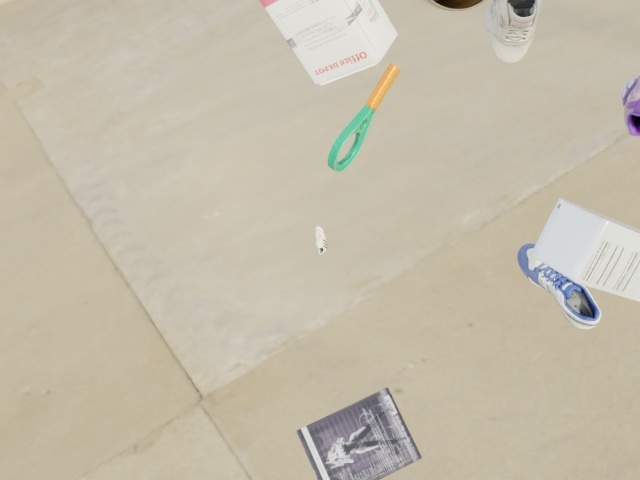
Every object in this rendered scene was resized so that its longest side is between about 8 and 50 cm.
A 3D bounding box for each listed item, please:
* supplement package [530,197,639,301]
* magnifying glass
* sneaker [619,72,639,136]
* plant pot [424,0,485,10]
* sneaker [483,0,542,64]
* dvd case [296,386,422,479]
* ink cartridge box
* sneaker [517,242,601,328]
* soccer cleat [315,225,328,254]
[{"bbox_3d":[0.579,0.024,1.381,0.139,0.244,0.134,43,114,57],"label":"supplement package"},{"bbox_3d":[0.085,-0.235,1.314,0.026,0.092,0.231,34,101,20],"label":"magnifying glass"},{"bbox_3d":[0.538,-0.242,1.064,0.095,0.236,0.105,14,68,11],"label":"sneaker"},{"bbox_3d":[0.337,-0.720,1.820,0.237,0.237,0.254,-23,11,-1],"label":"plant pot"},{"bbox_3d":[0.419,-0.490,1.482,0.114,0.305,0.152,2,57,11],"label":"sneaker"},{"bbox_3d":[0.082,0.432,1.435,0.221,0.018,0.165,-22,74,-14],"label":"dvd case"},{"bbox_3d":[0.008,-0.515,1.517,0.207,0.283,0.117,-9,38,43],"label":"ink cartridge box"},{"bbox_3d":[0.679,0.116,1.902,0.112,0.131,0.296,-42,77,-1],"label":"sneaker"},{"bbox_3d":[0.000,0.000,1.783,0.029,0.083,0.036,11,44,27],"label":"soccer cleat"}]
